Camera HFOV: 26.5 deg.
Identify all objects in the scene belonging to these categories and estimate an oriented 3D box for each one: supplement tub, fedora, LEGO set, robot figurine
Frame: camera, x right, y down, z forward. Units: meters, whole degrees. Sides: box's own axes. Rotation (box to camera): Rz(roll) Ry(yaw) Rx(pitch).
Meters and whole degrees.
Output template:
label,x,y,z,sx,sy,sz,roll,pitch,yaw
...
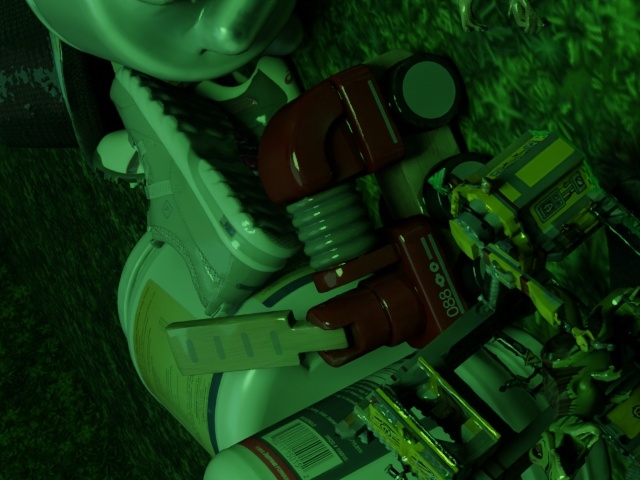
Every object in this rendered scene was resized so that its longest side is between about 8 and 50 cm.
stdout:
label,x,y,z,sx,sy,sz,roll,pitch,yaw
supplement tub,-0.047,0.096,1.276,0.316,0.228,0.228,33,143,56
fedora,-0.308,-0.220,1.501,0.334,0.152,0.334,-9,-90,-87
supplement tub,0.064,0.197,1.049,0.191,0.272,0.191,51,156,34
LEGO set,0.145,0.120,0.789,0.331,0.192,0.255,47,163,14
robot figurine,-0.145,-0.247,1.167,0.300,0.200,0.353,37,175,-31

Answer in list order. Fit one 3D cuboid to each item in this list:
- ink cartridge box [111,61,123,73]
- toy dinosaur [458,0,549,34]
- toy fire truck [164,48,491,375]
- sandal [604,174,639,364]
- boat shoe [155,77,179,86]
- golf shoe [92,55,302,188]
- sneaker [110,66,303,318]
label,x,y,z,sx,sy,sz,roll,pitch,yaw
ink cartridge box,-0.184,-0.266,1.384,0.060,0.104,0.180,24,136,60
toy dinosaur,0.113,-0.177,0.845,0.183,0.053,0.093,17,114,55
toy fire truck,0.000,0.000,1.020,0.217,0.246,0.158,66,160,-4
sandal,0.207,0.014,0.834,0.067,0.040,0.179,57,169,33
boat shoe,-0.121,-0.029,1.482,0.116,0.123,0.324,3,118,65
golf shoe,-0.117,-0.114,1.330,0.273,0.105,0.120,-1,103,36
sneaker,-0.127,-0.050,1.178,0.115,0.105,0.281,-52,46,19
